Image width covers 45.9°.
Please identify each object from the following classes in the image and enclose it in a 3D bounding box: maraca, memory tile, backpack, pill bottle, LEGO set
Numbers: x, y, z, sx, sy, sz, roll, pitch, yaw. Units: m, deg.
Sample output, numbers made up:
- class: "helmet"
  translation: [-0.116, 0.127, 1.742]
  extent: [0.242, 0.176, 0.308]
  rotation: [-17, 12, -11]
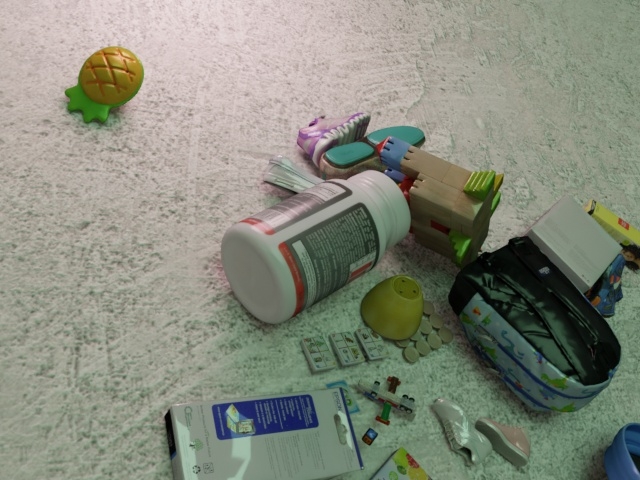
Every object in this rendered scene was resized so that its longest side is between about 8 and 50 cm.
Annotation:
- class: "maraca"
  translation: [-0.456, -0.332, 1.604]
  extent: [0.127, 0.099, 0.185]
  rotation: [36, 75, 2]
- class: "memory tile"
  translation: [0.213, 0.195, 1.640]
  extent: [0.148, 0.012, 0.113]
  rotation: [-21, 69, -36]
- class: "backpack"
  translation: [0.476, 0.198, 1.643]
  extent: [0.355, 0.273, 0.290]
  rotation: [37, 42, 29]
- class: "pill bottle"
  translation: [0.000, 0.000, 1.518]
  extent: [0.363, 0.210, 0.210]
  rotation: [-28, 74, -34]
- class: "LEGO set"
  translation: [0.080, 0.290, 1.494]
  extent: [0.183, 0.060, 0.244]
  rotation: [-6, 49, -31]

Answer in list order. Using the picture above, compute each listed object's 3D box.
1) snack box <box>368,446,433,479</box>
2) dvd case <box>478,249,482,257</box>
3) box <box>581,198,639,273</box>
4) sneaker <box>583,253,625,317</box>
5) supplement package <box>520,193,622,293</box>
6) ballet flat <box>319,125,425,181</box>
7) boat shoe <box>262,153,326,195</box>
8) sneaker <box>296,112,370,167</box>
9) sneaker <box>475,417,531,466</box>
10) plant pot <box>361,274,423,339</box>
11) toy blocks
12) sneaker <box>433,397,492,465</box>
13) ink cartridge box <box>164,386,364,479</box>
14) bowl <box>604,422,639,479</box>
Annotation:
- class: "snack box"
  translation: [0.139, 0.465, 1.395]
  extent: [0.100, 0.037, 0.141]
  rotation: [46, 50, 9]
- class: "dvd case"
  translation: [0.350, -0.010, 1.855]
  extent: [0.087, 0.013, 0.119]
  rotation: [8, 56, -23]
- class: "box"
  translation: [0.798, -0.011, 2.045]
  extent: [0.232, 0.087, 0.058]
  rotation: [34, 49, -1]
- class: "sneaker"
  translation: [0.735, 0.117, 1.939]
  extent: [0.087, 0.083, 0.221]
  rotation: [48, 54, -8]
- class: "supplement package"
  translation: [0.588, 0.033, 1.860]
  extent: [0.194, 0.149, 0.203]
  rotation: [47, 50, 9]
- class: "ballet flat"
  translation: [0.118, -0.193, 1.800]
  extent: [0.316, 0.106, 0.107]
  rotation: [-19, 48, -33]
- class: "boat shoe"
  translation: [-0.027, -0.105, 1.693]
  extent: [0.226, 0.083, 0.075]
  rotation: [29, 77, -8]
- class: "sneaker"
  translation: [0.029, -0.263, 1.819]
  extent: [0.105, 0.095, 0.236]
  rotation: [33, 42, 22]
- class: "sneaker"
  translation: [0.381, 0.398, 1.562]
  extent: [0.134, 0.051, 0.070]
  rotation: [40, 47, -1]
- class: "plant pot"
  translation: [0.164, 0.127, 1.591]
  extent: [0.134, 0.095, 0.134]
  rotation: [12, 46, -12]
- class: "toy blocks"
  translation: [0.237, -0.082, 1.666]
  extent: [0.261, 0.381, 0.190]
  rotation: [27, 75, 19]
- class: "sneaker"
  translation: [0.278, 0.383, 1.516]
  extent: [0.152, 0.053, 0.061]
  rotation: [48, 52, 9]
- class: "ink cartridge box"
  translation: [-0.097, 0.357, 1.330]
  extent: [0.333, 0.065, 0.165]
  rotation: [0, 58, -26]
- class: "bowl"
  translation: [0.743, 0.550, 1.536]
  extent: [0.391, 0.077, 0.391]
  rotation: [31, 24, -16]
